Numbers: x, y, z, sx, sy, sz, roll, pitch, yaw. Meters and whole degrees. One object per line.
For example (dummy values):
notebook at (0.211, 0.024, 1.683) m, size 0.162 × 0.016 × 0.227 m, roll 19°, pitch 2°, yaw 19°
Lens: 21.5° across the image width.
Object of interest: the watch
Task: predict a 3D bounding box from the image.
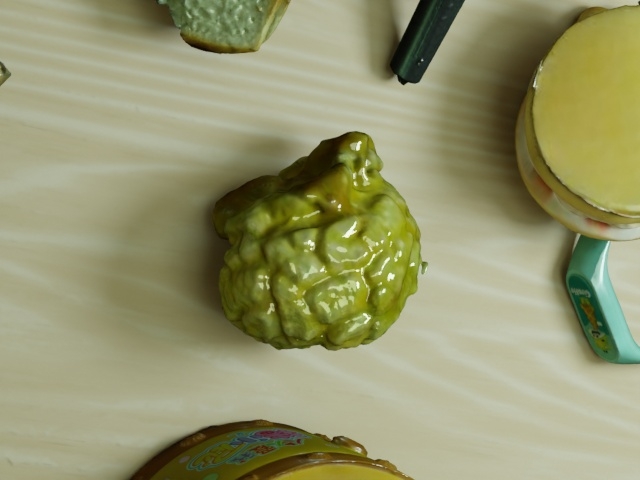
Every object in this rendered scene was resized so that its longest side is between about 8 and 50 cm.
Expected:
watch at (0.408, 0.047, 2.142) m, size 0.195 × 0.068 × 0.237 m, roll -34°, pitch 109°, yaw -23°

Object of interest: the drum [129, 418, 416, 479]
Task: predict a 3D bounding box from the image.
drum at (-0.046, 0.420, 1.849) m, size 0.431 × 0.214 × 0.431 m, roll -3°, pitch 95°, yaw -29°

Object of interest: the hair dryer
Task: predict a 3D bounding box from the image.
hair dryer at (0.147, -0.332, 1.950) m, size 0.116 × 0.244 × 0.302 m, roll 20°, pitch 118°, yaw -19°

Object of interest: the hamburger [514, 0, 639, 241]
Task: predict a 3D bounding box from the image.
hamburger at (0.359, -0.152, 2.026) m, size 0.261 × 0.186 × 0.303 m, roll -7°, pitch 81°, yaw -5°

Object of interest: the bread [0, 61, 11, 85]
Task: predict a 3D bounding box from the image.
bread at (-0.441, -0.213, 1.634) m, size 0.156 × 0.158 × 0.261 m, roll -41°, pitch 116°, yaw -6°

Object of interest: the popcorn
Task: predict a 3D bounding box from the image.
popcorn at (0.000, 0.000, 1.855) m, size 0.237 × 0.206 × 0.252 m, roll 4°, pitch 80°, yaw -14°

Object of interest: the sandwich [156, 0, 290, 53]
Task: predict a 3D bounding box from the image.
sandwich at (-0.161, -0.336, 1.764) m, size 0.288 × 0.100 × 0.254 m, roll 12°, pitch 116°, yaw -1°
